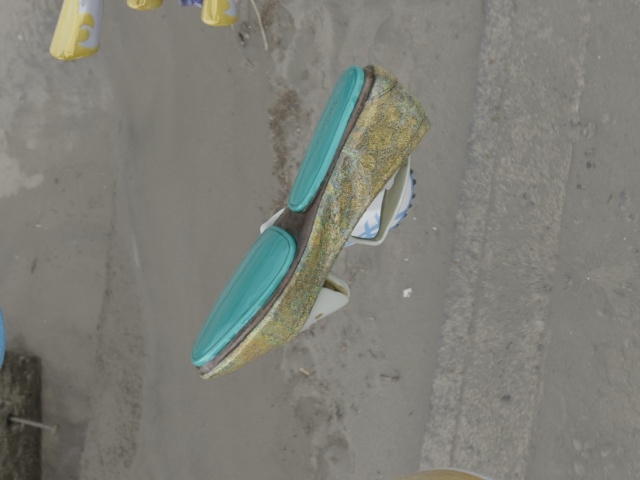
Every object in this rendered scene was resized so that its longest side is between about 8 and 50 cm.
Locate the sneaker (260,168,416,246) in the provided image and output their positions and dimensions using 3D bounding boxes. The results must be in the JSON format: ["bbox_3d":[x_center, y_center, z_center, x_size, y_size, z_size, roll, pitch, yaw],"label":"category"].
[{"bbox_3d":[0.017,-0.031,0.710,0.237,0.086,0.085,-25,77,42],"label":"sneaker"}]

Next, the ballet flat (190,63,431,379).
[{"bbox_3d":[0.000,0.000,0.563,0.123,0.123,0.348,30,93,24],"label":"ballet flat"}]

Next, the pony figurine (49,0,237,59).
[{"bbox_3d":[-0.166,-0.401,0.571,0.303,0.351,0.363,46,146,32],"label":"pony figurine"}]

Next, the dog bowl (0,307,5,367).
[{"bbox_3d":[-0.340,0.003,0.439,0.074,0.166,0.297,-19,95,-3],"label":"dog bowl"}]

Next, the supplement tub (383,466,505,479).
[{"bbox_3d":[0.049,0.196,0.285,0.144,0.200,0.144,-11,72,38],"label":"supplement tub"}]
